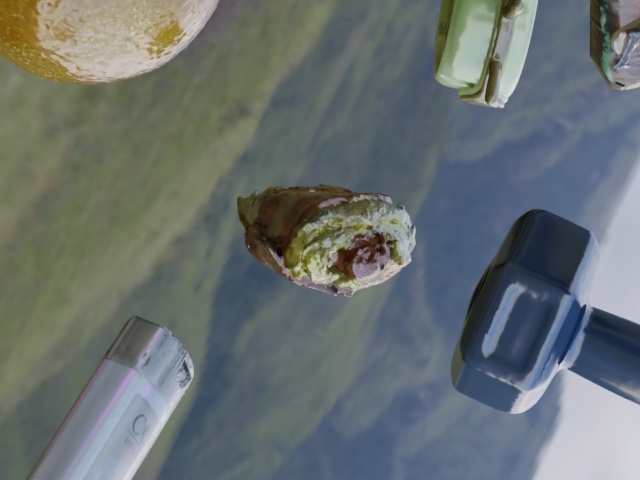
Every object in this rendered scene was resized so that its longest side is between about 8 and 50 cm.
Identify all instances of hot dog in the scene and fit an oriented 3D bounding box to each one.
[{"bbox_3d":[0.000,0.000,1.737,0.213,0.146,0.103,-161,-113,-65],"label":"hot dog"}]

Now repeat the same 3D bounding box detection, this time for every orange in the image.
[{"bbox_3d":[-0.214,-0.277,1.627,0.274,0.274,0.274,-63,-177,5],"label":"orange"}]

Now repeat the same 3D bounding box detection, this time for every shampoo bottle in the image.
[{"bbox_3d":[-0.164,0.163,1.219,0.227,0.056,0.086,-59,159,-28],"label":"shampoo bottle"}]

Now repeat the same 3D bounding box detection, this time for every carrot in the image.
[{"bbox_3d":[0.261,-0.237,1.555,0.260,0.070,0.070,75,31,-47],"label":"carrot"}]

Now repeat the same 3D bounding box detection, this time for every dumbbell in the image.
[{"bbox_3d":[0.265,0.104,1.358,0.160,0.325,0.144,95,20,-68],"label":"dumbbell"}]

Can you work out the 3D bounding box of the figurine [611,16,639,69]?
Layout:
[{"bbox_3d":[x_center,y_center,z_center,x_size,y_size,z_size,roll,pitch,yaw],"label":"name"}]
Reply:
[{"bbox_3d":[0.266,-0.195,1.256,0.112,0.137,0.229,-51,145,-44],"label":"figurine"}]

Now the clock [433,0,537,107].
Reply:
[{"bbox_3d":[0.193,-0.272,2.074,0.308,0.096,0.235,-86,-173,-64],"label":"clock"}]
